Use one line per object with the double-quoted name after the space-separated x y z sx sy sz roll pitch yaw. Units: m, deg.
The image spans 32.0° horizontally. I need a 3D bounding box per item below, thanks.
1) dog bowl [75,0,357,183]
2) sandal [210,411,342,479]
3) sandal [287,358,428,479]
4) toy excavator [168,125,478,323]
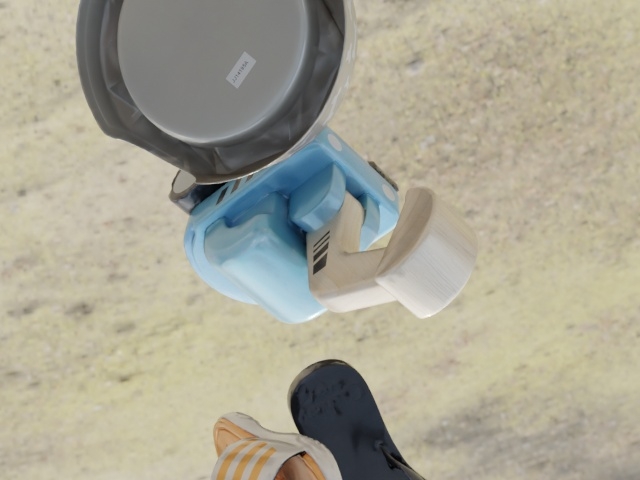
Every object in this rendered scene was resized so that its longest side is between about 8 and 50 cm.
-0.114 -0.236 1.308 0.348 0.349 0.102 -28 170 21 "dog bowl"
-0.052 0.199 0.863 0.076 0.102 0.265 -17 -172 -24 "sandal"
0.053 0.222 0.976 0.097 0.255 0.054 -37 -166 -5 "sandal"
0.000 0.000 1.408 0.433 0.445 0.222 -34 121 26 "toy excavator"
